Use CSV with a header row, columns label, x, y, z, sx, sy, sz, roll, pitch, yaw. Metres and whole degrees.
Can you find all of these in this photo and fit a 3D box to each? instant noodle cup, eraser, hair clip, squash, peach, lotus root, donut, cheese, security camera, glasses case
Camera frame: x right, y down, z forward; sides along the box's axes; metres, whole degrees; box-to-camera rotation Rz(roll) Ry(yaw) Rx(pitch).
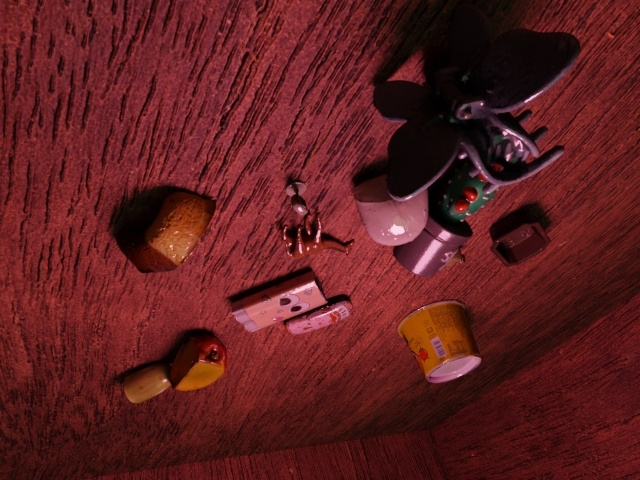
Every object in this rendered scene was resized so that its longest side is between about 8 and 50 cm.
label,x,y,z,sx,sy,sz,roll,pitch,yaw
instant noodle cup,0.531,0.449,2.007,0.326,0.254,0.325,-12,142,-9
eraser,-0.136,0.209,1.556,0.291,0.087,0.171,-22,142,4
hair clip,0.309,-0.262,0.954,0.239,0.318,0.392,22,126,-42
squash,-0.628,0.528,1.733,0.187,0.123,0.123,-24,143,9
peach,-0.435,0.444,1.668,0.154,0.158,0.267,21,127,-28
lotus root,0.430,0.042,1.588,0.183,0.077,0.090,17,138,-35
donut,-0.399,-0.001,1.133,0.295,0.151,0.112,-34,131,20
cheese,0.198,-0.081,1.239,0.198,0.154,0.188,-12,117,5
security camera,-0.055,-0.106,1.182,0.058,0.092,0.058,-12,141,-9
glasses case,-0.006,0.284,1.722,0.267,0.067,0.103,-20,145,4

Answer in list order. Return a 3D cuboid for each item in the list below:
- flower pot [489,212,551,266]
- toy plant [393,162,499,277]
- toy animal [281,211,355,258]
label,x,y,z,sx,sy,sz,roll,pitch,yaw
flower pot,0.690,-0.011,1.627,0.179,0.084,0.251,-35,141,21
toy plant,0.378,-0.083,1.325,0.280,0.185,0.400,0,132,-41
toy animal,0.000,0.000,1.372,0.224,0.066,0.229,-30,136,-16
